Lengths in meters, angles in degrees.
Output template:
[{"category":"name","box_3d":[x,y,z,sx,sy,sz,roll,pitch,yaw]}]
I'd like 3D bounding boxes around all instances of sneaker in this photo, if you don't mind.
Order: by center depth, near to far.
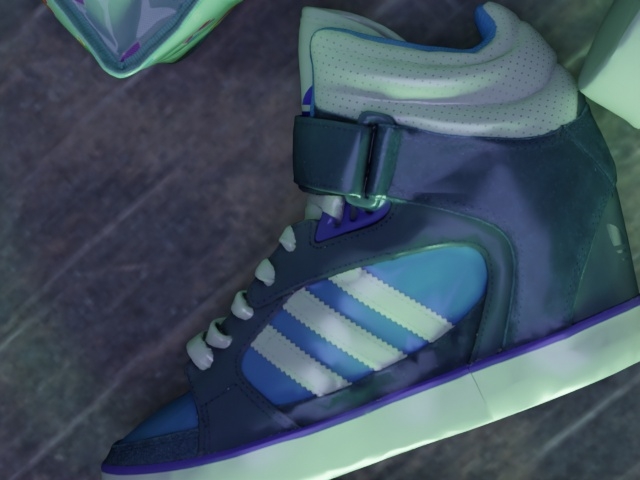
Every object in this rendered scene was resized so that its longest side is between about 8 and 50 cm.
[{"category":"sneaker","box_3d":[0.000,0.000,0.931,0.322,0.130,0.236,-20,89,13]}]

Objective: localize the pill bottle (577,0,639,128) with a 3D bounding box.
[{"category":"pill bottle","box_3d":[0.298,-0.055,0.858,0.318,0.176,0.176,29,102,-1]}]

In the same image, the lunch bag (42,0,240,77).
[{"category":"lunch bag","box_3d":[-0.114,-0.221,0.835,0.160,0.223,0.262,-38,94,5]}]
